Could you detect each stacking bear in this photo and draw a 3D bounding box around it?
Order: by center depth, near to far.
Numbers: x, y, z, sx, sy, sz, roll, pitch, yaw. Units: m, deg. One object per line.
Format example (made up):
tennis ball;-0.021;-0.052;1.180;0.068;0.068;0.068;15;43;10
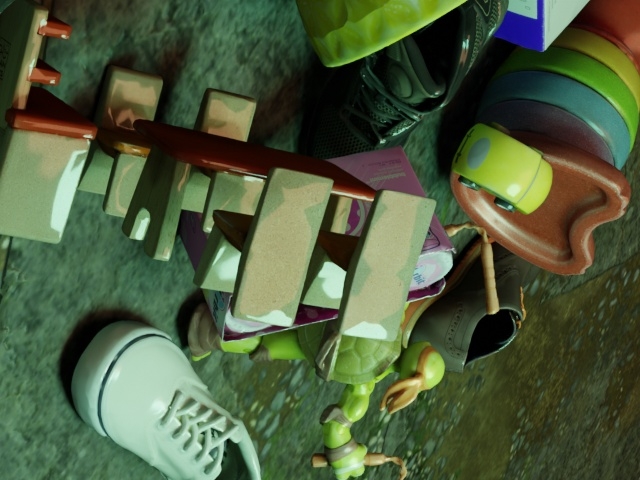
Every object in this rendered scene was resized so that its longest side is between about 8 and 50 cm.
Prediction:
stacking bear;0.249;-0.142;1.741;0.175;0.164;0.289;110;6;-58

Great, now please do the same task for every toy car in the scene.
toy car;0.101;-0.116;1.524;0.239;0.053;0.225;-8;104;-23

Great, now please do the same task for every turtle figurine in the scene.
turtle figurine;0.007;0.087;1.400;0.269;0.217;0.087;-70;160;-6

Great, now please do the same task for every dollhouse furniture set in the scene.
dollhouse furniture set;-0.086;-0.058;1.108;0.259;0.262;0.135;11;103;-31

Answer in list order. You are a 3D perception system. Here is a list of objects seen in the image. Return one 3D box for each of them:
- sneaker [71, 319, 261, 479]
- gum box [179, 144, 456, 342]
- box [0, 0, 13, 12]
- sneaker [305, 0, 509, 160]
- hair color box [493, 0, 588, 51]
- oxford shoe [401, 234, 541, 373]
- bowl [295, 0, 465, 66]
sneaker;-0.107;0.138;1.388;0.094;0.091;0.258;-59;153;-11
gum box;0.000;0.000;1.347;0.188;0.107;0.062;-12;144;-18
box;-0.228;-0.137;0.884;0.184;0.045;0.191;-39;162;20
sneaker;0.050;-0.117;1.395;0.227;0.087;0.130;-46;179;29
hair color box;0.244;-0.347;1.608;0.339;0.110;0.185;-45;146;-32
oxford shoe;0.175;0.069;1.843;0.271;0.098;0.096;-35;141;-46
bowl;0.078;-0.269;1.274;0.289;0.289;0.156;-45;106;-36
